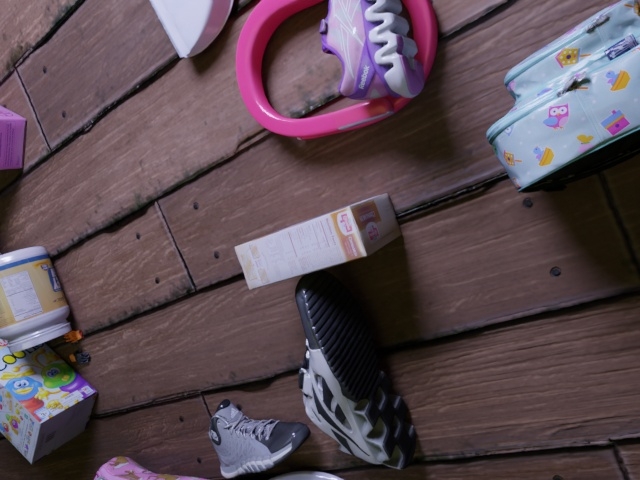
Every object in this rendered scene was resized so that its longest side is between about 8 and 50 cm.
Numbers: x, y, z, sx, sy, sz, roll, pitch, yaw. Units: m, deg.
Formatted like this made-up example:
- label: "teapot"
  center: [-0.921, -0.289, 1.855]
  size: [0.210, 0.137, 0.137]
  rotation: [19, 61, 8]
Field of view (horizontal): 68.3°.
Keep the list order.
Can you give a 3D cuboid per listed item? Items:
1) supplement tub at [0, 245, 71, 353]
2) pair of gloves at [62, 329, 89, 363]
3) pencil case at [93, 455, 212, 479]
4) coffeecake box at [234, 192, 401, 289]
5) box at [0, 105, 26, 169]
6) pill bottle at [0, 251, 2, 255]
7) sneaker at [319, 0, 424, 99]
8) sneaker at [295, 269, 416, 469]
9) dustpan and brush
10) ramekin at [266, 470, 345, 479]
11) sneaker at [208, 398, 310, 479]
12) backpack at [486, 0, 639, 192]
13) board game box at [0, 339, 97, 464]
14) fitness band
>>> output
- label: "supplement tub"
  center: [-0.638, 0.126, 1.019]
  size: [0.144, 0.144, 0.199]
  rotation: [-17, 95, 29]
- label: "pair of gloves"
  center: [-0.565, 0.246, 1.089]
  size: [0.074, 0.010, 0.083]
  rotation: [-13, 97, 29]
- label: "pencil case"
  center: [-0.291, 0.535, 0.935]
  size: [0.386, 0.167, 0.160]
  rotation: [-4, 83, 27]
- label: "coffeecake box"
  center: [0.000, 0.000, 0.662]
  size: [0.186, 0.142, 0.068]
  rotation: [-18, 93, 29]
- label: "box"
  center: [-0.780, -0.229, 0.949]
  size: [0.214, 0.243, 0.117]
  rotation: [27, 114, 20]
- label: "pill bottle"
  center: [-0.803, 0.066, 1.107]
  size: [0.112, 0.112, 0.186]
  rotation: [-36, 85, 29]
- label: "sneaker"
  center: [0.040, -0.270, 0.553]
  size: [0.105, 0.095, 0.236]
  rotation: [-13, 95, 34]
- label: "sneaker"
  center: [0.014, 0.202, 0.705]
  size: [0.146, 0.122, 0.330]
  rotation: [-13, 106, 36]
- label: "dustpan and brush"
  center: [-0.162, -0.394, 0.705]
  size: [0.211, 0.060, 0.147]
  rotation: [-27, 91, 36]
- label: "ramekin"
  center: [-0.029, 0.521, 0.747]
  size: [0.273, 0.273, 0.127]
  rotation: [7, 118, 26]
- label: "sneaker"
  center: [-0.131, 0.340, 0.849]
  size: [0.229, 0.086, 0.132]
  rotation: [-35, 83, 30]
- label: "backpack"
  center: [0.264, -0.134, 0.481]
  size: [0.188, 0.166, 0.144]
  rotation: [-38, 83, 26]
- label: "board game box"
  center: [-0.682, 0.347, 1.098]
  size: [0.275, 0.142, 0.144]
  rotation: [34, 115, 16]
- label: "fitness band"
  center: [0.013, -0.255, 0.648]
  size: [0.291, 0.054, 0.208]
  rotation: [-8, 96, 27]
